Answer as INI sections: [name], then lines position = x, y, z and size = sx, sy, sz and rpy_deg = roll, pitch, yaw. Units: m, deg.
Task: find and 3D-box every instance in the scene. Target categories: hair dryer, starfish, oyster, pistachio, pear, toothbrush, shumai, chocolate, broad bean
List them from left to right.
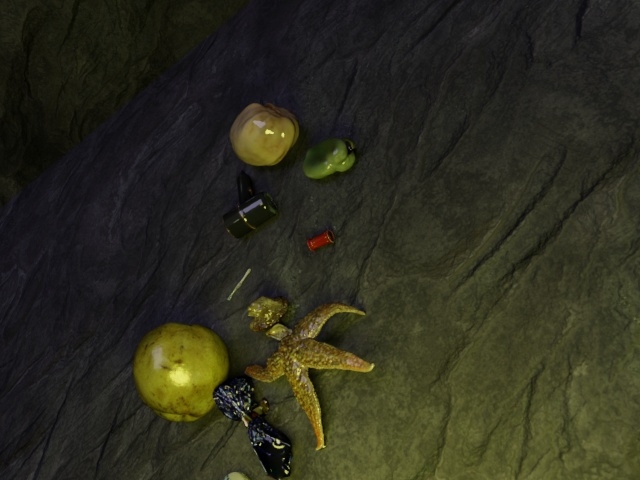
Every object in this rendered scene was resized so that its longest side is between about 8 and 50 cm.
[pear]
position = -0.421, 0.400, 1.737
size = 0.303, 0.304, 0.304
rpy_deg = -21, 50, 27
[toothbrush]
position = -0.283, 0.153, 1.988
size = 0.131, 0.011, 0.013
rpy_deg = -56, 31, -7
[hair dryer]
position = -0.270, -0.178, 2.158
size = 0.189, 0.107, 0.352
rpy_deg = -30, 41, 16
[chocolate]
position = -0.176, 0.507, 1.566
size = 0.343, 0.126, 0.148
rpy_deg = 39, 102, 46
[pistachio]
position = -0.215, -0.406, 2.182
size = 0.321, 0.229, 0.238
rpy_deg = -2, 93, 48
[shumai]
position = -0.167, 0.214, 1.776
size = 0.139, 0.105, 0.123
rpy_deg = -18, 15, -7
[oyster]
position = -0.125, 0.282, 1.754
size = 0.093, 0.034, 0.051
rpy_deg = 15, 87, 32
[starfish]
position = -0.027, 0.340, 1.577
size = 0.398, 0.132, 0.384
rpy_deg = -49, 47, 5
[broad bean]
position = 0.025, -0.294, 1.993
size = 0.227, 0.100, 0.169
rpy_deg = -20, 43, 30

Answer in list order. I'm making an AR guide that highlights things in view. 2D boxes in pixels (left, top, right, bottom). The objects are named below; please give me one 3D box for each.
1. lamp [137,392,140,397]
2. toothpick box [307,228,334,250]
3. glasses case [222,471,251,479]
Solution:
[lamp]
position = -0.554, 0.432, 1.936
size = 0.121, 0.121, 0.215
rpy_deg = 11, 77, 43
[toothpick box]
position = 0.000, 0.000, 1.839
size = 0.083, 0.047, 0.047
rpy_deg = -24, 48, 25
[glasses case]
position = -0.165, 0.716, 1.445
size = 0.327, 0.076, 0.125
rpy_deg = 24, 76, 45
